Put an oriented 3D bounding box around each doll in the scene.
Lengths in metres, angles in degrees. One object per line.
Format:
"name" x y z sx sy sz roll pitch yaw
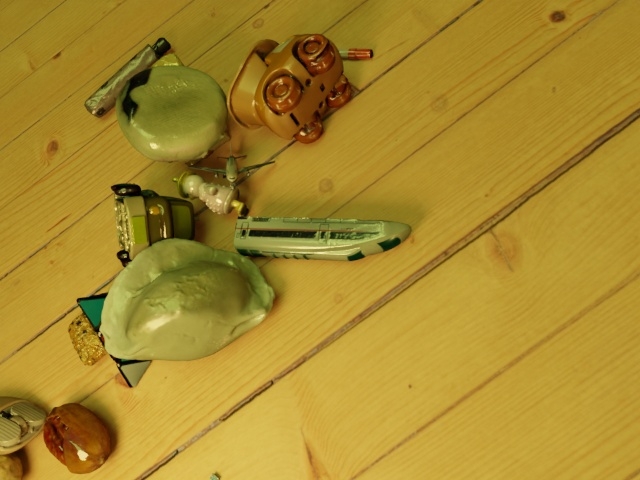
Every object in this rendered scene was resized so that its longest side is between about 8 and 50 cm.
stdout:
"doll" -0.280 -0.119 1.224 0.207 0.129 0.081 23 81 4

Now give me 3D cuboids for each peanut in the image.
"peanut" -0.800 0.551 1.136 0.225 0.129 0.129 -7 67 14

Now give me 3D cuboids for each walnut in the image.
"walnut" -0.562 0.446 1.106 0.207 0.116 0.115 32 82 28

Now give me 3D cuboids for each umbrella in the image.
"umbrella" -0.613 -0.524 1.544 0.337 0.067 0.073 -43 19 -1

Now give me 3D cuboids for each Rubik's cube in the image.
"Rubik's cube" -0.517 0.162 1.184 0.234 0.250 0.284 23 82 46

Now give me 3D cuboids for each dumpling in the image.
"dumpling" -0.278 0.137 1.055 0.212 0.321 0.269 7 91 50

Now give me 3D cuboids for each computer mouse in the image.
"computer mouse" -0.790 0.441 1.170 0.237 0.145 0.081 2 105 22

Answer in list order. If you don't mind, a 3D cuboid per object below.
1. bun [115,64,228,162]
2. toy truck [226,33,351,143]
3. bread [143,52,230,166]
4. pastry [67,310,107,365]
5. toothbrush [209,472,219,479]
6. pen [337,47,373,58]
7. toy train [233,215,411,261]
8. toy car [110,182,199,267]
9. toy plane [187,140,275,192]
"bun" -0.375 -0.308 1.247 0.284 0.179 0.283 5 63 -10
"toy truck" -0.074 -0.384 1.222 0.212 0.204 0.288 31 83 30
"bread" -0.391 -0.366 1.349 0.168 0.163 0.264 -36 62 1
"pastry" -0.594 0.248 1.228 0.080 0.056 0.140 -42 59 -14
"toothbrush" -0.166 0.528 0.986 0.162 0.014 0.017 25 98 26
"pen" 0.029 -0.519 1.339 0.239 0.028 0.028 9 72 23
"toy train" 0.000 0.000 1.103 0.408 0.086 0.088 2 68 20
"toy car" -0.409 -0.046 1.212 0.248 0.198 0.204 15 110 59
"toy plane" -0.223 -0.183 1.219 0.226 0.058 0.226 -5 35 -9
